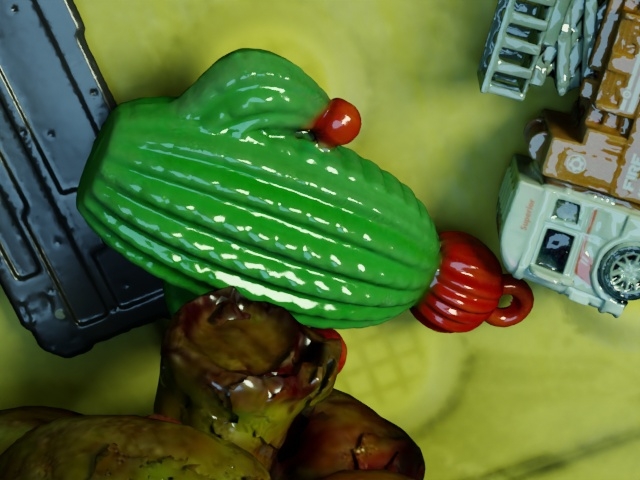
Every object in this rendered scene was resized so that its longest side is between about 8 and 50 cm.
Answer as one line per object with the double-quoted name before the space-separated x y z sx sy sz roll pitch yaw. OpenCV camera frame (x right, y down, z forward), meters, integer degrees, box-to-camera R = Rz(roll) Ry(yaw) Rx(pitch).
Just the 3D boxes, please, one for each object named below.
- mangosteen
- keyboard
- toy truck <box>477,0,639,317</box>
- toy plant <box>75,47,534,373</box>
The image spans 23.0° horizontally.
"mangosteen" -0.062 0.262 0.757 0.381 0.381 0.421 -25 96 7
"keyboard" -0.156 -0.062 0.819 0.106 0.016 0.262 -22 109 5
"toy truck" 0.133 -0.059 0.797 0.115 0.080 0.178 14 108 -1
"toy plant" -0.014 0.005 0.813 0.154 0.088 0.240 -37 121 16
